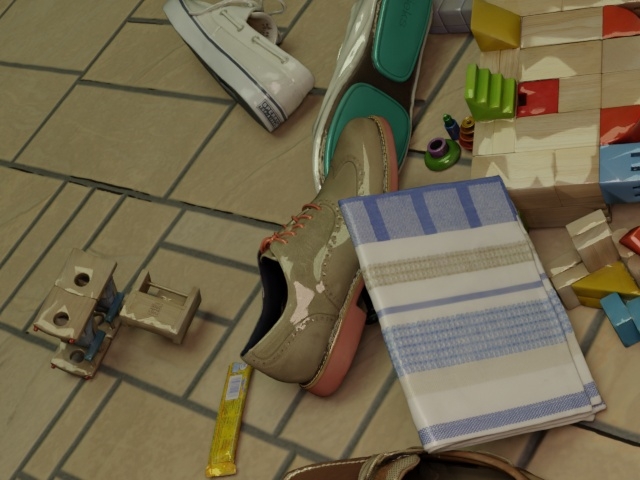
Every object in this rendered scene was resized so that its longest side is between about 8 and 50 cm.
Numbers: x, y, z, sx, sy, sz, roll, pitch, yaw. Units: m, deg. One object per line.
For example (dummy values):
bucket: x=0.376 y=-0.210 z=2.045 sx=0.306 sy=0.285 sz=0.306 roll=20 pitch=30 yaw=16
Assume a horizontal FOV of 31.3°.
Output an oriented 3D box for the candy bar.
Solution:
candy bar: x=-0.108 y=0.213 z=1.389 sx=0.040 sy=0.018 sz=0.161 roll=-11 pitch=47 yaw=24

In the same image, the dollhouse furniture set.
dollhouse furniture set: x=-0.266 y=0.119 z=1.538 sx=0.184 sy=0.129 sz=0.129 roll=17 pitch=61 yaw=10

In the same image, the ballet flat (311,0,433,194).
ballet flat: x=0.058 y=-0.195 z=1.570 sx=0.139 sy=0.139 sz=0.400 roll=-2 pitch=60 yaw=35

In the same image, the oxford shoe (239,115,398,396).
oxford shoe: x=0.000 y=0.000 z=1.345 sx=0.123 sy=0.130 sz=0.348 roll=-25 pitch=49 yaw=64

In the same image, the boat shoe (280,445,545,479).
boat shoe: x=0.085 y=0.252 z=1.138 sx=0.324 sy=0.116 sz=0.123 roll=-6 pitch=50 yaw=31

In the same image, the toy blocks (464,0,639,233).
toy blocks: x=0.321 y=-0.166 z=1.330 sx=0.261 sy=0.191 sz=0.381 roll=-3 pitch=62 yaw=23

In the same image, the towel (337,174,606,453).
towel: x=0.150 y=0.069 z=1.167 sx=0.209 sy=0.034 sz=0.285 roll=-9 pitch=65 yaw=-23

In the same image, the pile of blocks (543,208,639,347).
pile of blocks: x=0.374 y=0.042 z=1.129 sx=0.362 sy=0.112 sz=0.149 roll=1 pitch=54 yaw=37

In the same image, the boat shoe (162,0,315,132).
boat shoe: x=-0.116 y=-0.318 z=1.796 sx=0.156 sy=0.136 sz=0.367 roll=-40 pitch=44 yaw=-2

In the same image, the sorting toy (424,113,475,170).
sorting toy: x=0.174 y=-0.136 z=1.489 sx=0.102 sy=0.042 sz=0.061 roll=-25 pitch=42 yaw=15

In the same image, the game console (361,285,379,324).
game console: x=0.096 y=0.037 z=1.360 sx=0.122 sy=0.071 sz=0.107 roll=-29 pitch=2 yaw=11

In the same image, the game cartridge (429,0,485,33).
game cartridge: x=0.303 y=-0.444 z=1.671 sx=0.230 sy=0.068 sz=0.355 roll=2 pitch=54 yaw=42
